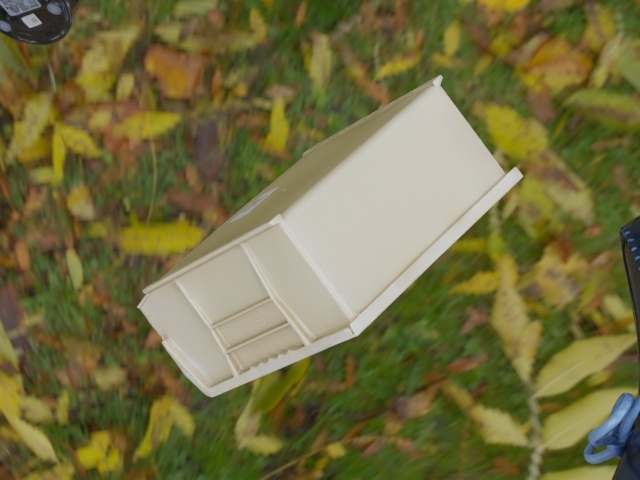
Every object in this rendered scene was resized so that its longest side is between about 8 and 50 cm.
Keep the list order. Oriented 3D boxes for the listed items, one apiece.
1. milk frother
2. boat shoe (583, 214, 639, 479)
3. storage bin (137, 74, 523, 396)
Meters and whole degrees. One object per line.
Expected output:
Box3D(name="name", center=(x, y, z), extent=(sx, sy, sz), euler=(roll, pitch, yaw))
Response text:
Box3D(name="milk frother", center=(-0.214, -0.232, 1.377), extent=(0.129, 0.143, 0.135), euler=(3, 49, 28))
Box3D(name="boat shoe", center=(0.158, 0.104, 0.837), extent=(0.089, 0.109, 0.258), euler=(-18, 59, 10))
Box3D(name="storage bin", center=(0.000, 0.000, 1.809), extent=(0.123, 0.260, 0.262), euler=(53, 52, -7))
